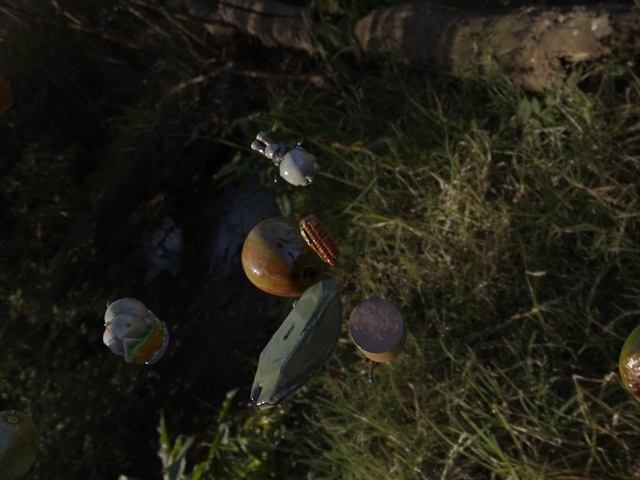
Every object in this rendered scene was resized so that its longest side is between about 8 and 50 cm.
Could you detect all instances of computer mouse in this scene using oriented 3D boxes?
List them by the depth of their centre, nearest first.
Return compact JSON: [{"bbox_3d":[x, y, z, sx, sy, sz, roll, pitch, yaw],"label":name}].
[{"bbox_3d":[-0.050,0.317,1.778,0.429,0.145,0.228,-56,21,-11],"label":"computer mouse"}]

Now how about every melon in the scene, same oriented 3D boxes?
[{"bbox_3d":[-0.671,0.439,1.263,0.192,0.139,0.139,-65,30,15],"label":"melon"}]

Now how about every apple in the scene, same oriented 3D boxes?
[{"bbox_3d":[-0.115,0.056,1.917,0.233,0.256,0.257,34,91,38],"label":"apple"}]

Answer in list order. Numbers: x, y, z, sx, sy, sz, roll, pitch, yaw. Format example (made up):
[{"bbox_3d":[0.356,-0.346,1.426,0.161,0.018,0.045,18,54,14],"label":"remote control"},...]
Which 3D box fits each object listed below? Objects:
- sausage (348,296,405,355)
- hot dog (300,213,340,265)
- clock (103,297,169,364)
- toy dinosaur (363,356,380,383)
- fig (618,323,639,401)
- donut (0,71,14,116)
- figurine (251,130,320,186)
[{"bbox_3d":[0.137,0.211,1.362,0.123,0.253,0.123,-3,73,10],"label":"sausage"},{"bbox_3d":[0.000,0.001,1.473,0.062,0.144,0.038,-29,18,16],"label":"hot dog"},{"bbox_3d":[-0.419,0.202,1.340,0.103,0.144,0.231,-53,24,0],"label":"clock"},{"bbox_3d":[0.166,0.363,1.845,0.049,0.055,0.154,-7,67,51],"label":"toy dinosaur"},{"bbox_3d":[0.703,0.244,1.209,0.181,0.181,0.191,-2,66,53],"label":"fig"},{"bbox_3d":[-0.791,-0.361,1.342,0.113,0.227,0.226,-39,25,-24],"label":"donut"},{"bbox_3d":[-0.090,-0.220,1.607,0.147,0.197,0.093,-55,-7,17],"label":"figurine"}]
